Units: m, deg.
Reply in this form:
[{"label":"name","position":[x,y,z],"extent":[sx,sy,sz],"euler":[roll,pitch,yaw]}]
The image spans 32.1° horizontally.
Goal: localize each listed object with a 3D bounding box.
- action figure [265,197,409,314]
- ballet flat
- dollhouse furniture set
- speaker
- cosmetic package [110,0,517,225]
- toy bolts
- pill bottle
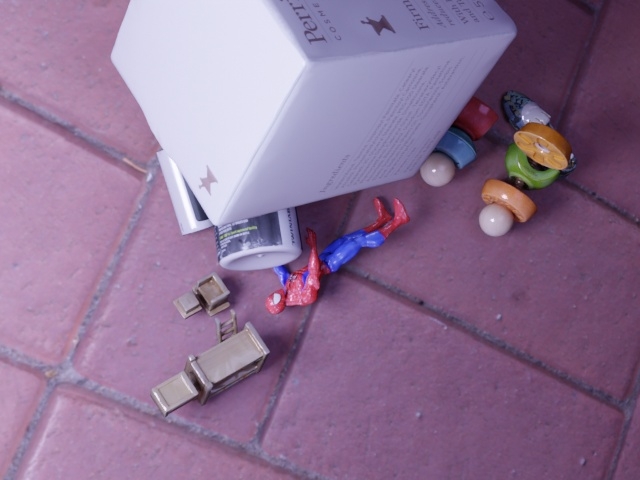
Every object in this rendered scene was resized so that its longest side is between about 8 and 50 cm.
[{"label":"action figure","position":[0.000,0.000,1.772],"extent":[0.280,0.091,0.139],"euler":[-42,110,-23]},{"label":"ballet flat","position":[0.399,-0.194,1.986],"extent":[0.070,0.070,0.188],"euler":[-44,104,-21]},{"label":"dollhouse furniture set","position":[-0.202,0.164,1.683],"extent":[0.182,0.101,0.161],"euler":[-28,74,-24]},{"label":"speaker","position":[-0.206,-0.080,1.699],"extent":[0.055,0.055,0.136],"euler":[-18,94,-25]},{"label":"cosmetic package","position":[-0.017,-0.272,1.553],"extent":[0.394,0.327,0.329],"euler":[-16,63,-38]},{"label":"toy bolts","position":[0.285,-0.122,1.867],"extent":[0.228,0.218,0.158],"euler":[35,78,0]},{"label":"pill bottle","position":[-0.107,-0.086,1.691],"extent":[0.131,0.130,0.245],"euler":[-2,75,-25]}]
